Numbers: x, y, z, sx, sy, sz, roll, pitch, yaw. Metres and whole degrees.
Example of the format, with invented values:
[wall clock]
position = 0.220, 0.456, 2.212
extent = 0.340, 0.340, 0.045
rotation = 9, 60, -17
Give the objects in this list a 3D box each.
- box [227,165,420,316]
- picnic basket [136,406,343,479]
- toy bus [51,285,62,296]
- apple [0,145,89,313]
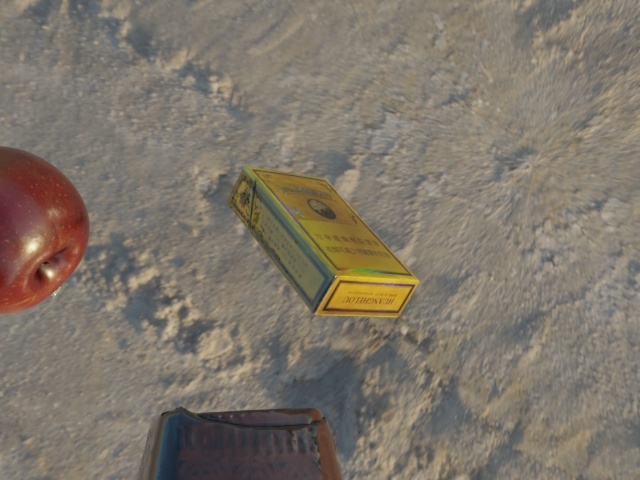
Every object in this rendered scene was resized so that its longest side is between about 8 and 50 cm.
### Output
[box]
position = 0.000, 0.000, 1.539
extent = 0.301, 0.193, 0.084
rotation = 50, 120, 38
[picnic basket]
position = -0.077, 0.226, 0.847
extent = 0.223, 0.297, 0.129
rotation = 2, 74, -12
[toy bus]
position = -0.633, 0.020, 1.857
extent = 0.262, 0.109, 0.091
rotation = 25, 76, -2
[apple]
position = -0.420, -0.013, 1.221
extent = 0.201, 0.218, 0.218
rotation = 35, 101, 5
